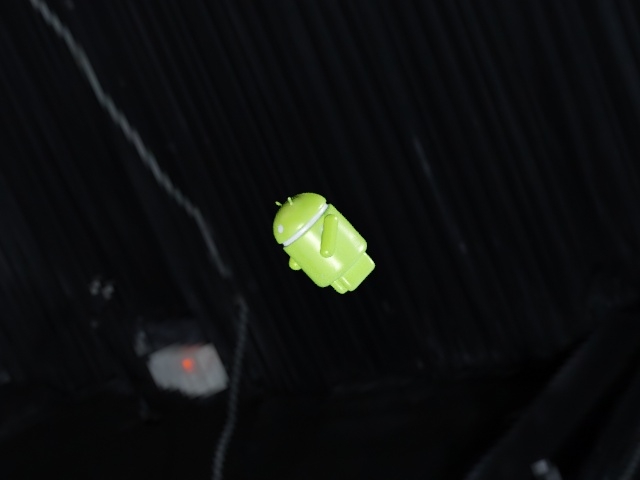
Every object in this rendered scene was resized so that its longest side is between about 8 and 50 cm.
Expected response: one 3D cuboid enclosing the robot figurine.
[{"bbox_3d":[0.000,0.000,1.645,0.067,0.115,0.101,-46,-171,-19],"label":"robot figurine"}]
